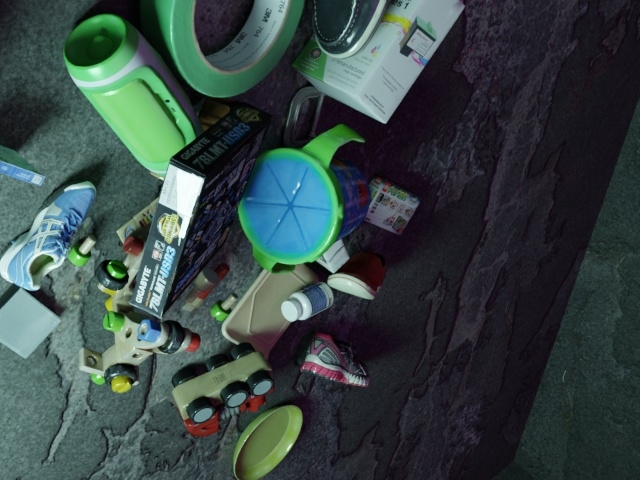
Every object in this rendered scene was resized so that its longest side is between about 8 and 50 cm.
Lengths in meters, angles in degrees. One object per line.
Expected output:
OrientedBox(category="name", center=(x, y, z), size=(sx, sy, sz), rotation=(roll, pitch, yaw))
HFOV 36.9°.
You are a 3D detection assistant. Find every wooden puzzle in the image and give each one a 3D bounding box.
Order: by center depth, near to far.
OrientedBox(category="wooden puzzle", center=(-0.116, 0.142, 2.192), size=(0.238, 0.044, 0.221), rotation=(-57, 148, -6))

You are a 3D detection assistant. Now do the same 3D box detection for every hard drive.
OrientedBox(category="hard drive", center=(-0.520, 0.140, 1.660), size=(0.094, 0.022, 0.135), rotation=(-48, 147, -11))

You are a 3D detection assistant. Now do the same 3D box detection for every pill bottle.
OrientedBox(category="pill bottle", center=(-0.032, 0.143, 2.203), size=(0.120, 0.067, 0.067), rotation=(-23, 136, -45))

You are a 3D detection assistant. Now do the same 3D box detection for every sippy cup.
OrientedBox(category="sippy cup", center=(-0.014, -0.081, 1.966), size=(0.306, 0.240, 0.224), rotation=(-22, 176, 30))

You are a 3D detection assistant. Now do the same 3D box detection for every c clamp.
OrientedBox(category="c clamp", center=(-0.018, -0.260, 1.965), size=(0.137, 0.022, 0.160), rotation=(-9, 126, -50))

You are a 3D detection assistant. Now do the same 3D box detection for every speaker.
OrientedBox(category="speaker", center=(-0.290, -0.225, 1.536), size=(0.131, 0.131, 0.296), rotation=(-48, 148, -12))

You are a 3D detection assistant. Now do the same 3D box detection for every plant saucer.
OrientedBox(category="plant saucer", center=(-0.145, 0.521, 2.499), size=(0.241, 0.037, 0.241), rotation=(-34, 143, -32))

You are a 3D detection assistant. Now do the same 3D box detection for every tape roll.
OrientedBox(category="tape roll", center=(-0.152, -0.399, 1.578), size=(0.321, 0.077, 0.321), rotation=(-37, 142, -36))

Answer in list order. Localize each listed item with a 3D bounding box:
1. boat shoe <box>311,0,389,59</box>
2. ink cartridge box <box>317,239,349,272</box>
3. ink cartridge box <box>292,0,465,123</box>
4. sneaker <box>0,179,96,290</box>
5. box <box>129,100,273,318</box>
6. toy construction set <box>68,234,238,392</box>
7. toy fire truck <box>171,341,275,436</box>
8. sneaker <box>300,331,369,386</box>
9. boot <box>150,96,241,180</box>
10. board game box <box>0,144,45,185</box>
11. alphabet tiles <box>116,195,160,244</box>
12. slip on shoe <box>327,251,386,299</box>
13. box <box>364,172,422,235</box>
OrientedBox(category="boat shoe", center=(0.036, -0.554, 1.627), size=(0.156, 0.187, 0.500), rotation=(-16, 126, -39))
OrientedBox(category="ink cartridge box", center=(0.000, 0.000, 2.154), size=(0.056, 0.099, 0.135), rotation=(-45, 147, -14))
OrientedBox(category="ink cartridge box", center=(0.110, -0.393, 1.835), size=(0.278, 0.201, 0.117), rotation=(-56, 138, 0))
OrientedBox(category="sneaker", center=(-0.436, -0.006, 1.583), size=(0.211, 0.081, 0.080), rotation=(-54, 147, -6))
OrientedBox(category="box", center=(-0.202, -0.059, 1.639), size=(0.293, 0.073, 0.295), rotation=(-66, 174, 32))
OrientedBox(category="toy construction set", center=(-0.324, 0.147, 1.783), size=(0.237, 0.257, 0.309), rotation=(-46, 159, 28))
OrientedBox(category="toy fire truck", center=(-0.217, 0.361, 2.169), size=(0.217, 0.158, 0.246), rotation=(-23, 139, -17))
OrientedBox(category="sneaker", center=(0.056, 0.316, 2.509), size=(0.299, 0.121, 0.112), rotation=(30, 73, -63))
OrientedBox(category="boot", center=(-0.221, -0.182, 1.722), size=(0.197, 0.073, 0.152), rotation=(-24, 139, -58))
OrientedBox(category="board game box", center=(-0.470, -0.119, 1.425), size=(0.020, 0.090, 0.090), rotation=(-57, 148, 6))
OrientedBox(category="alphabet tiles", center=(-0.271, -0.030, 1.851), size=(0.237, 0.009, 0.198), rotation=(-42, 146, -21))
OrientedBox(category="slip on shoe", center=(0.096, 0.077, 2.290), size=(0.331, 0.123, 0.101), rotation=(-10, 118, -77))
OrientedBox(category="box", center=(0.167, -0.086, 2.359), size=(0.114, 0.036, 0.207), rotation=(-59, 148, 6))
